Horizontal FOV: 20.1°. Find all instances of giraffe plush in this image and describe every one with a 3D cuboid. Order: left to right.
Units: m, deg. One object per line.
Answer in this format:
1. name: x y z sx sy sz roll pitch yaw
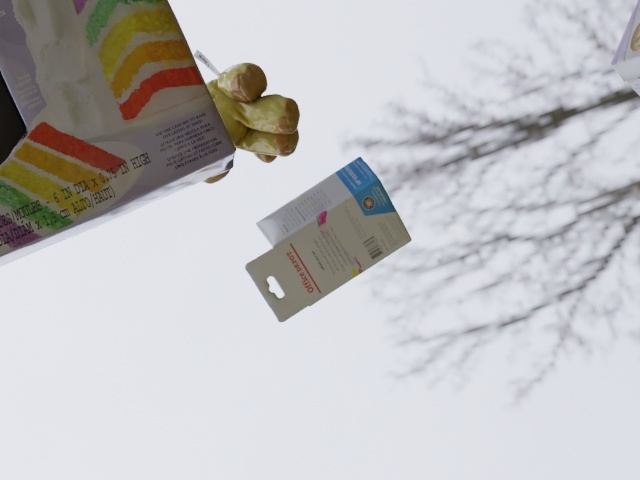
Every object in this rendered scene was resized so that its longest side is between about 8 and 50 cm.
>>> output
1. giraffe plush: -0.156 -0.160 2.639 0.210 0.181 0.170 35 -118 15

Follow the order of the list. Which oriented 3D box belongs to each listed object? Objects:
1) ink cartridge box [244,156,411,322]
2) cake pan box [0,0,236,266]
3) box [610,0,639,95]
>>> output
1. ink cartridge box: 0.000 0.000 2.061 0.104 0.181 0.061 60 176 -37
2. cake pan box: -0.239 -0.125 1.526 0.070 0.266 0.246 121 126 -80
3. box: 0.433 -0.315 2.143 0.063 0.067 0.324 42 -120 -28
